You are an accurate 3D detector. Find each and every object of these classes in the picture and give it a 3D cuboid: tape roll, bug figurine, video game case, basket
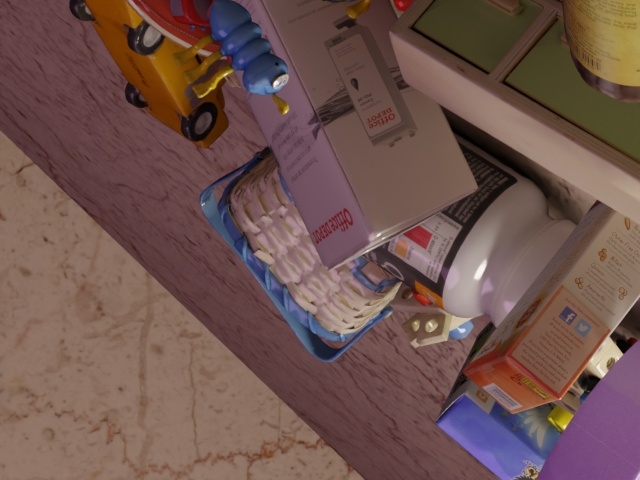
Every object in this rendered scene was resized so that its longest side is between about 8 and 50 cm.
[{"bbox_3d":[0.321,0.224,2.012,0.090,0.275,0.275,35,166,23],"label":"tape roll"},{"bbox_3d":[-0.026,-0.232,1.631,0.216,0.279,0.072,53,141,4],"label":"bug figurine"},{"bbox_3d":[0.279,0.230,2.320,0.269,0.061,0.244,40,-152,-2],"label":"video game case"},{"bbox_3d":[0.000,0.000,2.240,0.255,0.201,0.289,52,140,-3],"label":"basket"}]

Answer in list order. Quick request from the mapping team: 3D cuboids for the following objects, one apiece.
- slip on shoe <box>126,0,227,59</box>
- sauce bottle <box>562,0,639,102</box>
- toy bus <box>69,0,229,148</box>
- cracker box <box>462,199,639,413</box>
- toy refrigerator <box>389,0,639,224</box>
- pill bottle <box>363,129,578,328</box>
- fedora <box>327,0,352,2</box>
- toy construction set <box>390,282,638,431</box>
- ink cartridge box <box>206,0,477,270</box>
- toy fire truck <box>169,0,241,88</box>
[{"bbox_3d":[-0.161,-0.310,1.960,0.101,0.123,0.331,12,145,56],"label":"slip on shoe"},{"bbox_3d":[0.207,-0.209,1.269,0.111,0.111,0.344,35,167,21],"label":"sauce bottle"},{"bbox_3d":[-0.177,-0.242,2.174,0.108,0.130,0.333,32,164,29],"label":"toy bus"},{"bbox_3d":[0.236,0.042,1.742,0.067,0.232,0.156,39,167,-1],"label":"cracker box"},{"bbox_3d":[0.194,-0.126,1.600,0.269,0.102,0.094,34,166,26],"label":"toy refrigerator"},{"bbox_3d":[0.130,-0.021,1.988,0.278,0.162,0.162,35,166,23],"label":"pill bottle"},{"bbox_3d":[0.017,-0.279,1.473,0.334,0.152,0.334,37,167,10],"label":"fedora"},{"bbox_3d":[0.241,0.108,2.142,0.327,0.151,0.215,31,177,-38],"label":"toy construction set"},{"bbox_3d":[0.014,-0.132,1.815,0.283,0.117,0.207,65,166,2],"label":"ink cartridge box"},{"bbox_3d":[-0.065,-0.200,1.959,0.192,0.135,0.047,5,-177,-28],"label":"toy fire truck"}]
